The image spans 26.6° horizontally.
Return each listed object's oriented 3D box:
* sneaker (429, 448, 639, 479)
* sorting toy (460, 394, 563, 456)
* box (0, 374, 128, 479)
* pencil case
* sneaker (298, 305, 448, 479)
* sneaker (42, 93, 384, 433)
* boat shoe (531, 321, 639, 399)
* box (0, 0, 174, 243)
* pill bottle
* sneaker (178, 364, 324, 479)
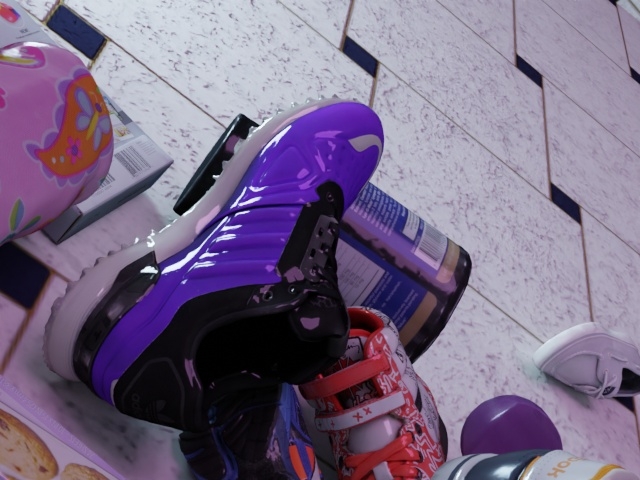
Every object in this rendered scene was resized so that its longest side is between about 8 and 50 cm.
[{"bbox_3d":[0.130,0.275,0.743,0.126,0.127,0.321,9,72,-43],"label":"sneaker"},{"bbox_3d":[0.196,0.269,0.949,0.365,0.127,0.126,63,3,-2],"label":"sorting toy"},{"bbox_3d":[-0.088,0.199,0.737,0.324,0.063,0.067,42,29,-6],"label":"box"},{"bbox_3d":[-0.233,-0.033,0.786,0.124,0.124,0.284,45,30,0],"label":"pencil case"},{"bbox_3d":[0.038,0.155,0.894,0.270,0.090,0.145,-94,158,-59],"label":"sneaker"},{"bbox_3d":[-0.027,0.023,0.885,0.146,0.102,0.293,29,55,29],"label":"sneaker"},{"bbox_3d":[0.274,0.128,1.343,0.184,0.066,0.063,20,34,-56],"label":"boat shoe"},{"bbox_3d":[-0.213,-0.095,1.000,0.186,0.038,0.145,46,28,0],"label":"box"},{"bbox_3d":[0.000,0.000,1.062,0.219,0.123,0.123,35,28,-8],"label":"pill bottle"},{"bbox_3d":[-0.033,0.161,0.868,0.087,0.083,0.221,56,13,-36],"label":"sneaker"}]
